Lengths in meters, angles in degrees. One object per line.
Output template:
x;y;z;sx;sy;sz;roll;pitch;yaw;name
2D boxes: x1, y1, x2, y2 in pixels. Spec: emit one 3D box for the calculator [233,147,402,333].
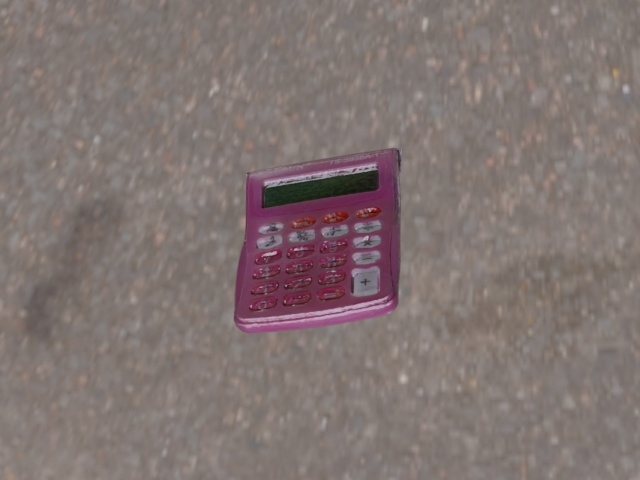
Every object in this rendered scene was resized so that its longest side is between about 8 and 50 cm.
0.000;0.000;1.391;0.127;0.190;0.034;-7;131;10;calculator
